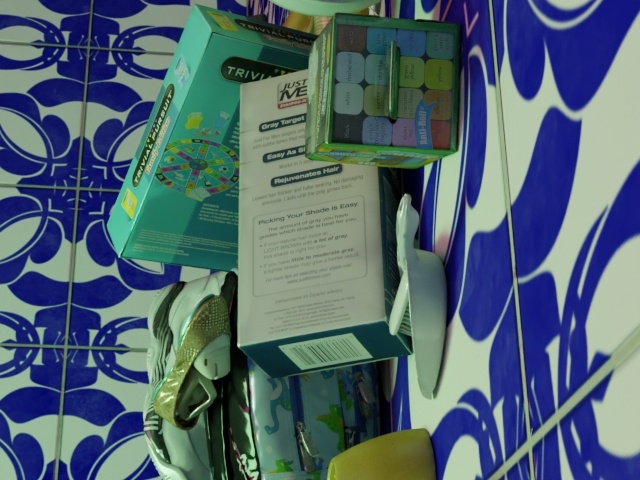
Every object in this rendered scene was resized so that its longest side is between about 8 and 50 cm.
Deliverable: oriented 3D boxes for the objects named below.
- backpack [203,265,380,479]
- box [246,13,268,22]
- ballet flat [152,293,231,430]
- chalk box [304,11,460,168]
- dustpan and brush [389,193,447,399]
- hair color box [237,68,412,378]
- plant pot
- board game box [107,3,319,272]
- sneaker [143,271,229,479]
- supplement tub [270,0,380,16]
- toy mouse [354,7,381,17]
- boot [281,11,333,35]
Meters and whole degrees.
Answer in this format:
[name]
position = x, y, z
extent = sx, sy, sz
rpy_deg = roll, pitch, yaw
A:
[backpack]
position = -0.040, 0.200, 1.586
extent = 0.290, 0.273, 0.356
rpy_deg = 128, 124, -77
[box]
position = -0.080, -0.114, 2.049
extent = 0.395, 0.097, 0.318
rpy_deg = 73, -169, -51
[ballet flat]
position = -0.139, 0.150, 1.493
extent = 0.067, 0.073, 0.206
rpy_deg = 45, 135, 21
[chalk box]
position = 0.064, -0.149, 1.272
extent = 0.213, 0.132, 0.132
rpy_deg = 174, 100, -81
[dustpan and brush]
position = 0.092, 0.038, 1.249
extent = 0.147, 0.060, 0.211
rpy_deg = -96, 12, -48
[hair color box]
position = 0.002, -0.030, 1.448
extent = 0.105, 0.173, 0.347
rpy_deg = 53, -149, -56
[plant pot]
position = 0.057, 0.258, 1.295
extent = 0.134, 0.095, 0.134
rpy_deg = -177, 90, -82
[board game box]
position = -0.101, -0.117, 1.651
extent = 0.336, 0.253, 0.079
rpy_deg = -64, 35, 25
[sneaker]
position = -0.131, 0.181, 1.763
extent = 0.210, 0.137, 0.366
rpy_deg = -30, 48, 26
[supplement tub]
position = -0.003, -0.380, 1.437
extent = 0.331, 0.241, 0.241
rpy_deg = -116, 30, -74
[toy mouse]
position = 0.043, -0.365, 1.704
extent = 0.161, 0.031, 0.143
rpy_deg = 13, 94, 59
[boot]
position = -0.003, -0.397, 1.903
extent = 0.283, 0.109, 0.220
rpy_deg = 180, 91, -80
